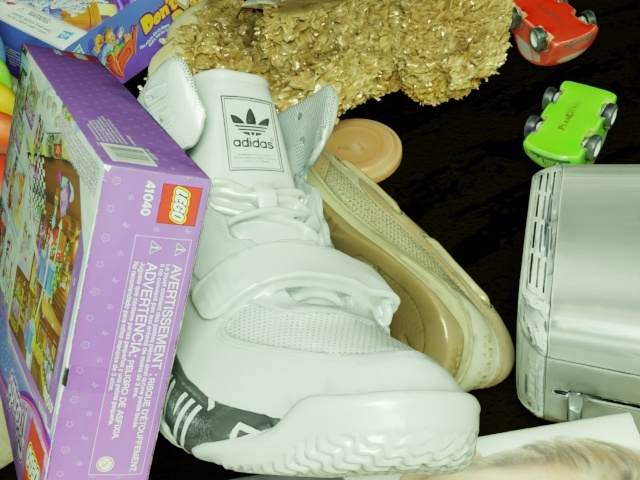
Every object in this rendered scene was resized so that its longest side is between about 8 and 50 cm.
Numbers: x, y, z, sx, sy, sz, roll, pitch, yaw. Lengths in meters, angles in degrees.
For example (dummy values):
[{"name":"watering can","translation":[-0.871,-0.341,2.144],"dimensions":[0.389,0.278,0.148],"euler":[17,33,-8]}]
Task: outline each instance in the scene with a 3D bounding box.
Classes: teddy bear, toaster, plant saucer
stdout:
[{"name":"teddy bear","translation":[0.004,-0.167,0.943],"dimensions":[0.338,0.113,0.245],"euler":[-12,28,-5]},{"name":"toaster","translation":[0.211,0.031,0.707],"dimensions":[0.146,0.129,0.227],"euler":[5,48,13]},{"name":"plant saucer","translation":[0.029,-0.079,0.910],"dimensions":[0.083,0.013,0.083],"euler":[-3,45,3]}]

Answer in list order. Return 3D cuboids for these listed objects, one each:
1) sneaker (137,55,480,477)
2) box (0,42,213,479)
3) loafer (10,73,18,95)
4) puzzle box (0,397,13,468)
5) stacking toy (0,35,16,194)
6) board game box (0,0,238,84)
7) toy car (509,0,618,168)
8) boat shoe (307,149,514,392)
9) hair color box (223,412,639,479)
[{"name":"sneaker","translation":[-0.036,0.003,0.610],"dimensions":[0.137,0.210,0.366],"euler":[6,3,-30]},{"name":"box","translation":[-0.149,0.011,0.628],"dimensions":[0.057,0.201,0.293],"euler":[7,18,-25]},{"name":"loafer","translation":[-0.294,-0.129,0.965],"dimensions":[0.148,0.050,0.056],"euler":[16,50,20]},{"name":"puzzle box","translation":[-0.341,-0.051,0.739],"dimensions":[0.052,0.272,0.409],"euler":[-33,51,-7]},{"name":"stacking toy","translation":[-0.297,-0.115,0.857],"dimensions":[0.141,0.141,0.330],"euler":[-24,62,-17]},{"name":"board game box","translation":[-0.287,-0.281,1.092],"dimensions":[0.347,0.078,0.233],"euler":[27,54,28]},{"name":"toy car","translation":[0.235,-0.126,0.908],"dimensions":[0.239,0.053,0.225],"euler":[20,52,24]},{"name":"boat shoe","translation":[0.000,0.000,0.783],"dimensions":[0.110,0.122,0.341],"euler":[4,35,-48]},{"name":"hair color box","translation":[0.023,0.214,0.565],"dimensions":[0.347,0.105,0.174],"euler":[-9,46,-4]}]
